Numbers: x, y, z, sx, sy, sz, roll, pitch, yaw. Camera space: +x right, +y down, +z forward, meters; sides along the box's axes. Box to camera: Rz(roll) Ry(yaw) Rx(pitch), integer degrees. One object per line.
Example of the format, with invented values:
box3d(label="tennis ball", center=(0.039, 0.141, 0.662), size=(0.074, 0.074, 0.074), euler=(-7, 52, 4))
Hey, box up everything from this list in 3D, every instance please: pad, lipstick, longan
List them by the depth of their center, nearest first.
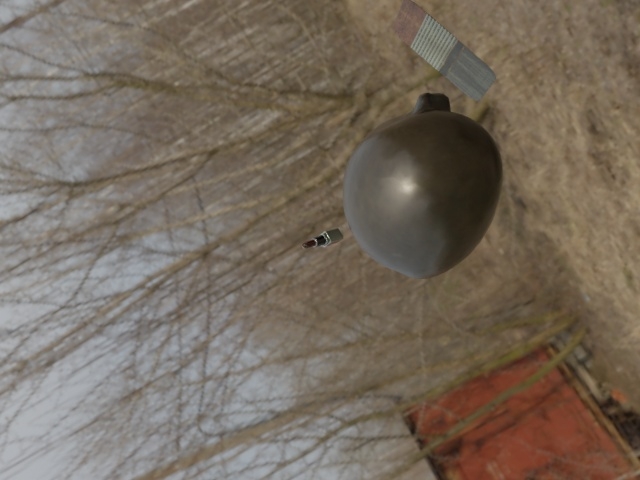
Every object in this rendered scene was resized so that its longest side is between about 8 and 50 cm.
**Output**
box3d(label="longan", center=(0.156, -0.089, 1.422), size=(0.243, 0.300, 0.300), euler=(6, -139, -32))
box3d(label="lipstick", center=(0.000, 0.000, 1.724), size=(0.107, 0.025, 0.025), euler=(-16, -106, -49))
box3d(label="pad", center=(0.246, -0.392, 1.792), size=(0.250, 0.055, 0.323), euler=(42, -174, 4))
